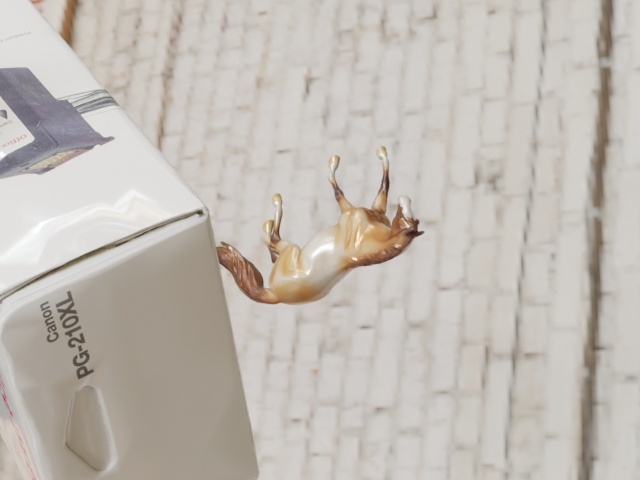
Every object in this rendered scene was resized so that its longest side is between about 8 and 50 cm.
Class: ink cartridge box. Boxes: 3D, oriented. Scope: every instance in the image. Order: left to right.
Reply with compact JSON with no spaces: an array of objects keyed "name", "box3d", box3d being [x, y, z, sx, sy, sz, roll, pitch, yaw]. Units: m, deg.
[{"name":"ink cartridge box","box3d":[-0.132,0.009,0.674,0.100,0.237,0.172,-24,-47,-18]}]

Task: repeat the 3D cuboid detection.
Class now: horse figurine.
[{"name":"horse figurine","box3d":[0.000,0.000,1.573,0.066,0.263,0.174,38,-150,-42]}]
